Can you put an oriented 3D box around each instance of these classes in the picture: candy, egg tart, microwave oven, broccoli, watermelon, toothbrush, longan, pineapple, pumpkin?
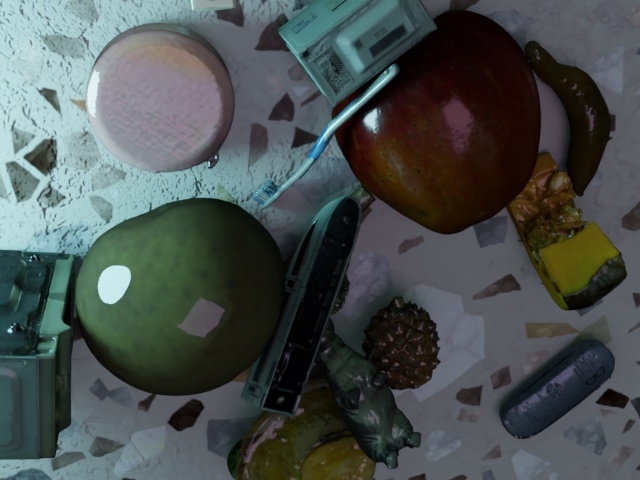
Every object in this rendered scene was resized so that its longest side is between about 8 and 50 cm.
[{"bbox_3d":[-0.259,-0.229,1.424,0.255,0.094,0.255,-4,116,-9],"label":"candy"},{"bbox_3d":[-0.001,0.447,1.725,0.345,0.132,0.345,-11,112,-28],"label":"egg tart"},{"bbox_3d":[-0.548,0.165,1.411,0.286,0.355,0.219,4,114,-12],"label":"microwave oven"},{"bbox_3d":[0.016,0.089,1.633,0.095,0.092,0.097,41,116,-4],"label":"broccoli"},{"bbox_3d":[-0.144,0.456,1.779,0.109,0.109,0.109,-4,116,-9],"label":"watermelon"},{"bbox_3d":[0.009,-0.169,1.467,0.040,0.040,0.386,33,129,-23],"label":"toothbrush"},{"bbox_3d":[0.059,-0.339,1.398,0.208,0.162,0.122,-37,124,5],"label":"microwave oven"},{"bbox_3d":[-0.235,0.092,1.468,0.360,0.361,0.361,-4,116,-9],"label":"longan"},{"bbox_3d":[0.155,0.192,1.676,0.166,0.166,0.193,-10,114,-6],"label":"pineapple"},{"bbox_3d":[0.460,-0.002,1.623,0.139,0.190,0.280,-31,117,6],"label":"pumpkin"}]

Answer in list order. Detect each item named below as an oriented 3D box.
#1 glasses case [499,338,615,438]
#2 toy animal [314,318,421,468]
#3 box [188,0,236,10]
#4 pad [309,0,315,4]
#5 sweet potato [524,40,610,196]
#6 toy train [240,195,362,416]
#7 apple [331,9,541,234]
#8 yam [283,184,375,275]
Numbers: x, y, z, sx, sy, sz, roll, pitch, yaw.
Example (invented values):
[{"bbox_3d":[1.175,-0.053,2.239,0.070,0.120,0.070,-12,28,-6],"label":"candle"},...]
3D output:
[{"bbox_3d":[0.511,0.322,1.858,0.282,0.067,0.109,-42,114,8],"label":"glasses case"},{"bbox_3d":[0.059,0.263,1.610,0.106,0.168,0.343,-33,83,-16],"label":"toy animal"},{"bbox_3d":[-0.176,-0.487,1.278,0.069,0.164,0.257,-6,116,-10],"label":"box"},{"bbox_3d":[0.034,-0.512,1.398,0.176,0.002,0.266,-21,117,-1],"label":"pad"},{"bbox_3d":[0.469,-0.235,1.569,0.108,0.079,0.346,-38,122,-11],"label":"sweet potato"},{"bbox_3d":[-0.030,0.107,1.549,0.086,0.088,0.407,24,85,-39],"label":"toy train"},{"bbox_3d":[0.220,-0.199,1.523,0.328,0.295,0.365,-7,123,35],"label":"apple"},{"bbox_3d":[0.000,0.000,1.614,0.046,0.046,0.264,40,101,-25],"label":"yam"}]
